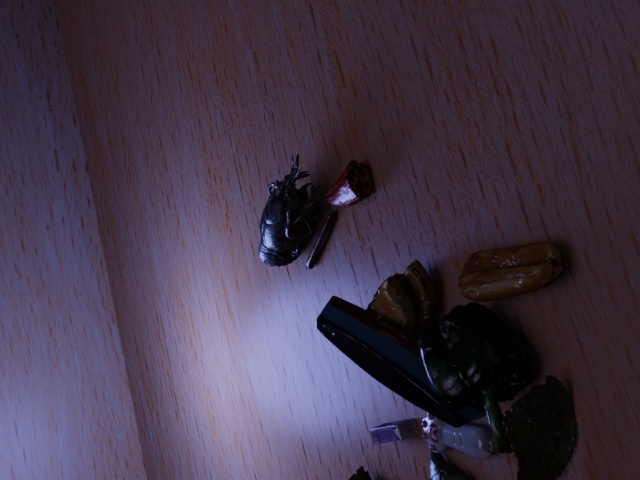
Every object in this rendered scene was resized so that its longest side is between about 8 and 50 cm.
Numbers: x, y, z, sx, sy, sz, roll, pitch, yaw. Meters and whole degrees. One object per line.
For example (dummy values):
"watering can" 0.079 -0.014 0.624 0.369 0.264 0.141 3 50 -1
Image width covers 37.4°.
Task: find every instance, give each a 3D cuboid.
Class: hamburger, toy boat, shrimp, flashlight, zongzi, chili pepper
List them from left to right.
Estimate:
"shrimp" -0.077 -0.084 2.233 0.172 0.137 0.372 62 144 37
"chili pepper" 0.050 -0.112 2.095 0.169 0.064 0.088 -30 69 60
"hamburger" 0.158 0.154 1.925 0.131 0.124 0.262 42 140 15
"toy boat" 0.154 0.243 1.846 0.392 0.079 0.136 33 139 27
"zongzi" 0.257 0.459 1.873 0.109 0.055 0.119 -34 56 53
"flashlight" 0.266 0.383 1.844 0.200 0.047 0.093 3 98 59
"chili pepper" 0.291 0.241 1.673 0.165 0.173 0.261 -43 55 24

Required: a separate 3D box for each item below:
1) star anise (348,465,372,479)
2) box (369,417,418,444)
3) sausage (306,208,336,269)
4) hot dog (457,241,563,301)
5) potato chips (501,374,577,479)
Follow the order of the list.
"star anise" 0.092 0.611 2.074 0.346 0.148 0.237 -44 16 53
"box" 0.156 0.409 2.025 0.117 0.050 0.036 -28 79 56
"sausage" 0.000 0.000 2.229 0.028 0.025 0.198 -83 13 -50
"hot dog" 0.330 0.059 1.654 0.249 0.076 0.102 -16 44 56
"potato chips" 0.369 0.328 1.601 0.026 0.142 0.209 -94 25 -81
